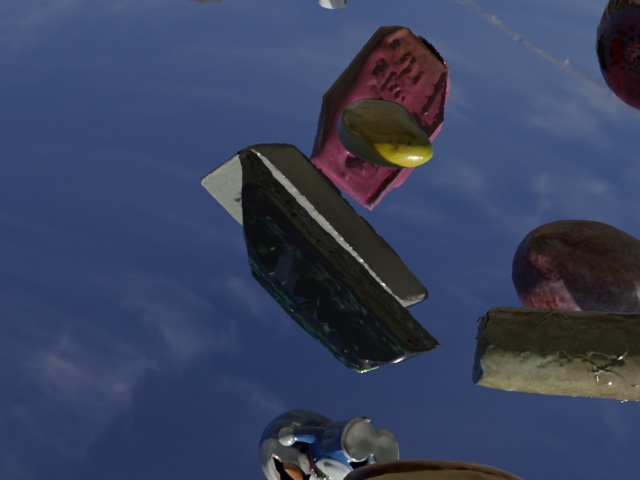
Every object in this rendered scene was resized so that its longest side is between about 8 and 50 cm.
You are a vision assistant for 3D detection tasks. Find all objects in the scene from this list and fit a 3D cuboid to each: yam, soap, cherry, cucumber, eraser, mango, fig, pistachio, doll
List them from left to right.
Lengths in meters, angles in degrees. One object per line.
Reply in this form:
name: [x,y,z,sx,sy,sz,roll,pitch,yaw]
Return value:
cucumber: [-0.007,0.028,0.711,0.220,0.070,0.046,46,-174,-1]
eraser: [0.000,0.000,1.247,0.352,0.111,0.077,46,-145,-21]
doll: [0.008,0.372,1.579,0.215,0.257,0.161,40,-126,-24]
mango: [0.091,-0.165,1.402,0.122,0.085,0.191,5,-160,-16]
soap: [0.120,-0.235,1.728,0.220,0.325,0.127,40,179,2]
pistachio: [0.174,0.399,1.318,0.318,0.214,0.193,8,-151,10]
cherry: [0.420,0.067,1.447,0.300,0.203,0.230,25,-160,-30]
yam: [0.275,0.110,0.894,0.259,0.093,0.093,2,-149,17]
fig: [0.513,-0.288,1.312,0.214,0.235,0.235,-2,-142,-46]

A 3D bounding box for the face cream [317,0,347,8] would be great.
face cream: [0.025,-0.393,0.985,0.073,0.283,0.073,5,-155,-2]
